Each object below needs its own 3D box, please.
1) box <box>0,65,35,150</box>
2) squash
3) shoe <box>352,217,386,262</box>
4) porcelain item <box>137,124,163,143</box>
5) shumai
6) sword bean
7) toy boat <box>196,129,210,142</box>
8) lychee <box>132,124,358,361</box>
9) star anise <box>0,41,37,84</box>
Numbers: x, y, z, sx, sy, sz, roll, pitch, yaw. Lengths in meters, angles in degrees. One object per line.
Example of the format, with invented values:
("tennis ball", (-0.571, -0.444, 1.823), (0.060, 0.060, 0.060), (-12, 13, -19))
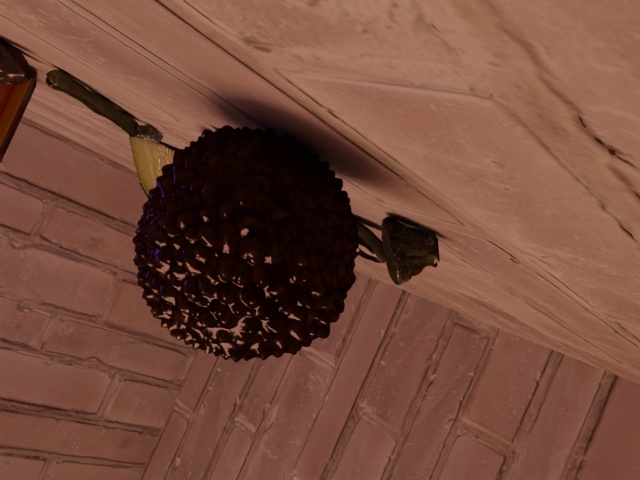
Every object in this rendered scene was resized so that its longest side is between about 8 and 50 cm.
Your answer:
("box", (-0.734, -0.294, 1.419), (0.283, 0.214, 0.259), (26, 174, -21))
("squash", (-0.351, -0.134, 1.737), (0.236, 0.155, 0.204), (24, 179, 16))
("shoe", (0.000, 0.000, 1.478), (0.290, 0.137, 0.114), (21, 176, 32))
("porcelain item", (-0.347, -0.215, 1.469), (0.036, 0.028, 0.083), (21, 177, 8))
("shumai", (0.150, 0.010, 1.189), (0.087, 0.124, 0.099), (-11, 143, -1))
("sword bean", (-0.412, -0.251, 1.336), (0.043, 0.038, 0.269), (-3, 168, 17))
("toy boat", (-0.176, -0.144, 1.253), (0.080, 0.046, 0.229), (24, 176, 12))
("lychee", (-0.095, 0.003, 0.920), (0.305, 0.306, 0.330), (23, 154, 12))
("star anise", (-0.560, -0.307, 1.182), (0.196, 0.073, 0.212), (26, 179, 8))
